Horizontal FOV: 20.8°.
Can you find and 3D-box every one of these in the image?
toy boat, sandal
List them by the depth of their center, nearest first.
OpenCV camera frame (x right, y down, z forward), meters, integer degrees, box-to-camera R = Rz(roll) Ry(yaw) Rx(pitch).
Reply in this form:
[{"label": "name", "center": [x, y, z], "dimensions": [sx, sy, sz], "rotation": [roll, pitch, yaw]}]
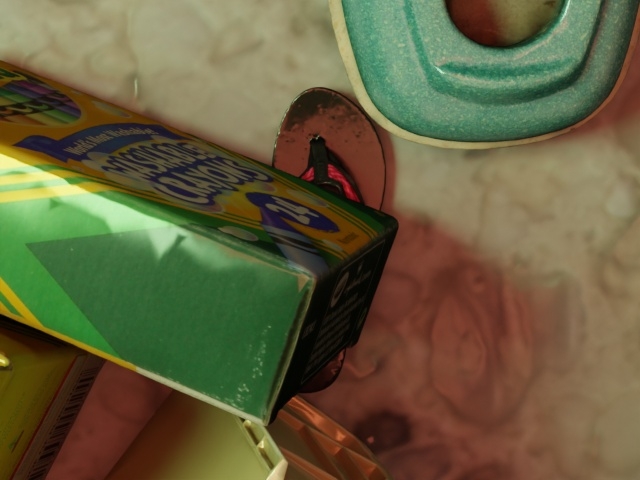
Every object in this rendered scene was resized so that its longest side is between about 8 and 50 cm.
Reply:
[{"label": "toy boat", "center": [0.157, -0.184, 0.938], "dimensions": [0.318, 0.148, 0.267], "rotation": [-8, 108, -5]}, {"label": "sandal", "center": [0.000, 0.000, 1.009], "dimensions": [0.067, 0.040, 0.179], "rotation": [6, 89, 4]}]

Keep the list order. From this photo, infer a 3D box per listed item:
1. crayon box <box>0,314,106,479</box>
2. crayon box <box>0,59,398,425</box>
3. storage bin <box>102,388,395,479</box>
[{"label": "crayon box", "center": [-0.207, 0.125, 0.874], "dimensions": [0.081, 0.318, 0.202], "rotation": [28, 89, 3]}, {"label": "crayon box", "center": [-0.137, -0.022, 0.911], "dimensions": [0.323, 0.203, 0.083], "rotation": [21, 102, 9]}, {"label": "storage bin", "center": [-0.075, 0.208, 0.900], "dimensions": [0.123, 0.260, 0.262], "rotation": [37, 91, -16]}]
